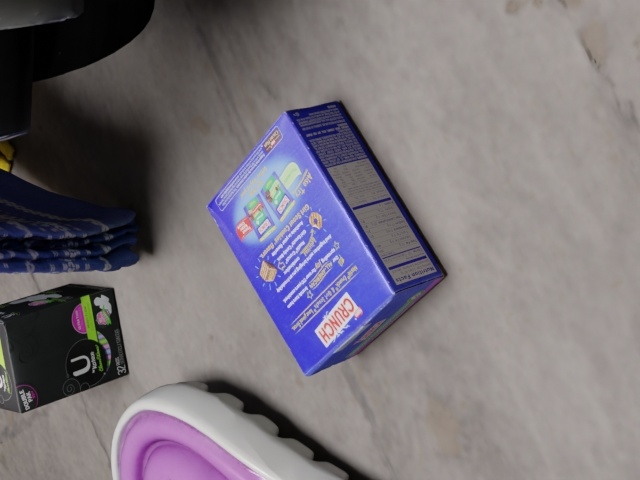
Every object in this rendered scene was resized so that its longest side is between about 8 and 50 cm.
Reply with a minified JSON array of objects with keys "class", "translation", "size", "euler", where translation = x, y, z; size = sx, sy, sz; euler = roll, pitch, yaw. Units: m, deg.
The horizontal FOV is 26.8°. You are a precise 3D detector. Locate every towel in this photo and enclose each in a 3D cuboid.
[{"class":"towel","translation":[-0.273,-0.037,0.721],"size":[0.243,0.336,0.040],"euler":[21,98,23]}]

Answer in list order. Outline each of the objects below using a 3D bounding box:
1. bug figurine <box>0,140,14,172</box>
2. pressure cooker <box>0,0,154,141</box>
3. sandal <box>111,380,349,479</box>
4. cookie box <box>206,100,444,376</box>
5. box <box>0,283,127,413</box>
[{"class":"bug figurine","translation":[-0.335,-0.102,0.991],"size":[0.279,0.072,0.216],"euler":[46,133,27]},{"class":"pressure cooker","translation":[-0.232,-0.237,0.608],"size":[0.375,0.370,0.420],"euler":[10,118,4]},{"class":"sandal","translation":[0.014,0.212,0.690],"size":[0.416,0.102,0.169],"euler":[22,121,40]},{"class":"cookie box","translation":[0.000,0.000,0.678],"size":[0.092,0.040,0.107],"euler":[-46,69,46]},{"class":"box","translation":[-0.176,0.068,0.866],"size":[0.052,0.083,0.062],"euler":[3,105,48]}]
